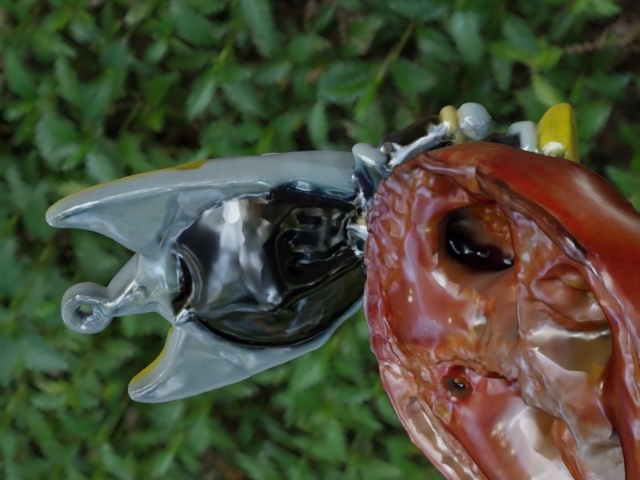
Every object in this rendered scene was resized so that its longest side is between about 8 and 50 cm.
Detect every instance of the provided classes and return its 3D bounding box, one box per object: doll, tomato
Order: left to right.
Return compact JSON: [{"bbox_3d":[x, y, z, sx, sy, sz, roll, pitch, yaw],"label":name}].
[{"bbox_3d":[-0.001,-0.004,1.019,0.316,0.103,0.145,-14,152,8],"label":"doll"},{"bbox_3d":[0.117,0.052,0.780,0.228,0.101,0.228,49,153,36],"label":"tomato"}]
